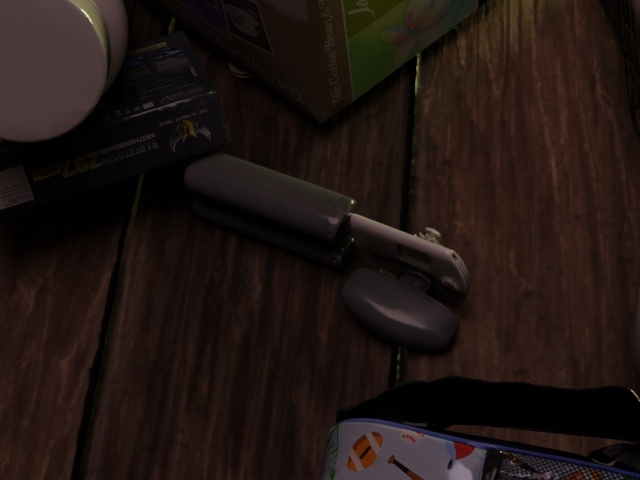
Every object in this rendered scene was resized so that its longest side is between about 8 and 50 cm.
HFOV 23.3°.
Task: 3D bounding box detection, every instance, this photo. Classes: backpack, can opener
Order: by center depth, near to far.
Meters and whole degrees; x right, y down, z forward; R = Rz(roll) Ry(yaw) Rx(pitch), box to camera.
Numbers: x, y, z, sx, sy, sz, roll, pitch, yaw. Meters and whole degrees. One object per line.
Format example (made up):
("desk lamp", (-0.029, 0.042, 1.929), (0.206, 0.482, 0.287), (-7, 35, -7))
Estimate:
("backpack", (0.116, 0.217, 1.031), (0.263, 0.276, 0.213), (17, 69, 24))
("can opener", (0.000, 0.000, 1.317), (0.280, 0.074, 0.093), (25, 60, 25))

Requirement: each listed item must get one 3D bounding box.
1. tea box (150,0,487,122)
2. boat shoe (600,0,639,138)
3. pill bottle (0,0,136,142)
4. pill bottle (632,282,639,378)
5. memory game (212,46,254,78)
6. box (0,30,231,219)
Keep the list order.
("tea box", (-0.005, -0.342, 1.480), (0.323, 0.220, 0.329), (-40, 57, -21))
("boat shoe", (0.334, -0.203, 1.395), (0.130, 0.132, 0.355), (-8, 52, 2))
("pill bottle", (-0.244, -0.202, 1.354), (0.161, 0.161, 0.283), (-9, 26, 1))
("pill bottle", (0.448, 0.036, 1.126), (0.407, 0.229, 0.229), (12, 54, 17))
("memory game", (-0.018, -0.216, 1.531), (0.186, 0.012, 0.186), (-4, 51, 5))
("box", (-0.211, -0.107, 1.403), (0.232, 0.059, 0.183), (-18, 28, -7))
